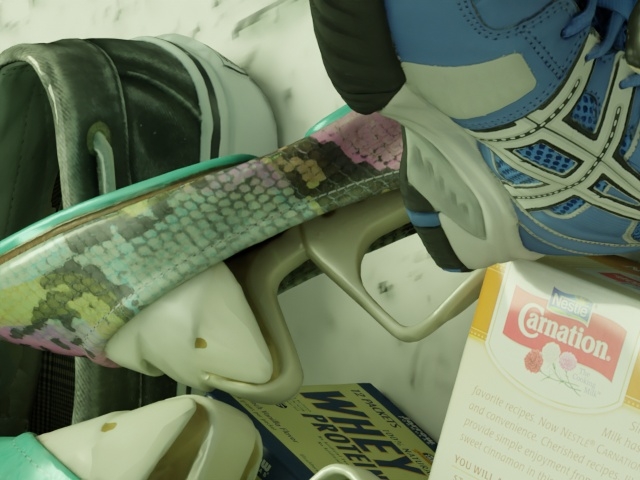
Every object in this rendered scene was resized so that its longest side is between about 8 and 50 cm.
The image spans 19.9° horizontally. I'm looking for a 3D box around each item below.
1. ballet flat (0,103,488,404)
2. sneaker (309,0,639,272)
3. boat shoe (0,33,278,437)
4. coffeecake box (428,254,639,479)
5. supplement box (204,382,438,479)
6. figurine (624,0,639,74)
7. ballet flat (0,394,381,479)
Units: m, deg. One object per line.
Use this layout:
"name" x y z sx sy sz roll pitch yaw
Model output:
"ballet flat" 0.000 0.000 0.544 0.222 0.077 0.079 -25 77 3
"sneaker" 0.050 -0.054 0.411 0.081 0.211 0.080 1 71 18
"boat shoe" -0.106 0.088 0.653 0.121 0.119 0.335 9 93 43
"coffeecake box" 0.095 0.110 0.500 0.142 0.068 0.185 23 103 42
"supplement box" -0.009 0.096 0.586 0.056 0.083 0.083 40 113 34
"figurine" 0.149 -0.116 0.374 0.092 0.215 0.209 13 92 24
"ballet flat" -0.024 0.094 0.506 0.247 0.083 0.087 25 81 32
